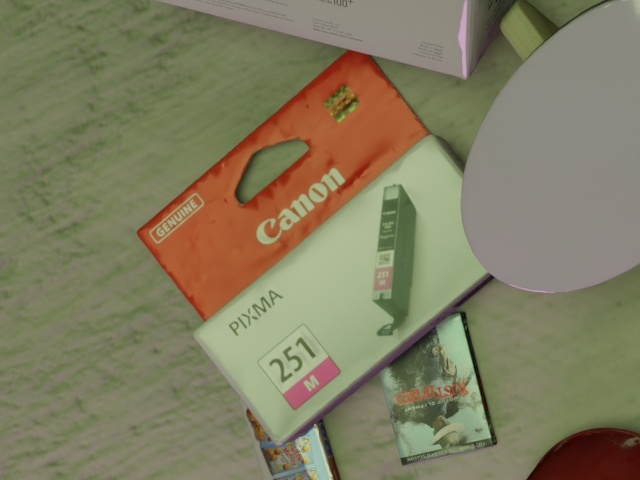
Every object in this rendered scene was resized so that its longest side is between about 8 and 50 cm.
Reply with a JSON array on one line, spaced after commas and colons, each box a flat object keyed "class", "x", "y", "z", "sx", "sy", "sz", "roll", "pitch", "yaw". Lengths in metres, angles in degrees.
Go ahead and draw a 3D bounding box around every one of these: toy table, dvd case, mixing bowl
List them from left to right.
[{"class": "dvd case", "x": 0.098, "y": 0.129, "z": 1.645, "sx": 0.087, "sy": 0.013, "sz": 0.119, "roll": -14, "pitch": 89, "yaw": 18}, {"class": "mixing bowl", "x": 0.219, "y": 0.249, "z": 1.541, "sx": 0.181, "sy": 0.098, "sz": 0.181, "roll": 4, "pitch": 96, "yaw": 36}, {"class": "toy table", "x": 0.236, "y": -0.091, "z": 1.493, "sx": 0.274, "sy": 0.161, "sz": 0.252, "roll": -38, "pitch": 93, "yaw": 24}]

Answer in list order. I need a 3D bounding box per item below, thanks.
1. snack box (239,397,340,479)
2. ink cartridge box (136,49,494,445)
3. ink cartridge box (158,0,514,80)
[{"class": "snack box", "x": -0.033, "y": 0.160, "z": 1.684, "sx": 0.064, "sy": 0.022, "sz": 0.178, "roll": -18, "pitch": 87, "yaw": 16}, {"class": "ink cartridge box", "x": 0.000, "y": 0.000, "z": 1.634, "sx": 0.275, "sy": 0.060, "sz": 0.239, "roll": -40, "pitch": 81, "yaw": 10}, {"class": "ink cartridge box", "x": 0.004, "y": -0.305, "z": 1.527, "sx": 0.310, "sy": 0.130, "sz": 0.271, "roll": 16, "pitch": 135, "yaw": 16}]
